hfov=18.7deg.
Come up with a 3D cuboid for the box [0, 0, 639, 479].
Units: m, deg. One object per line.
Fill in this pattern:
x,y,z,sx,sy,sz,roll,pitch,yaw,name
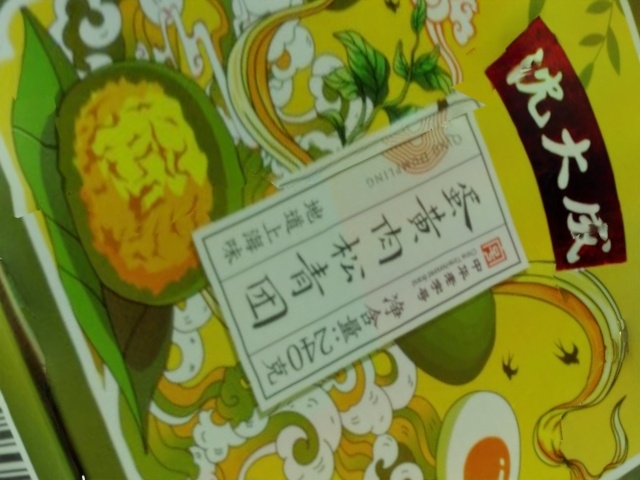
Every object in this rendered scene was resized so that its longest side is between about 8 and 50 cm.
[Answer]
0.000,0.000,0.956,0.420,0.373,0.138,-25,8,-32,box
